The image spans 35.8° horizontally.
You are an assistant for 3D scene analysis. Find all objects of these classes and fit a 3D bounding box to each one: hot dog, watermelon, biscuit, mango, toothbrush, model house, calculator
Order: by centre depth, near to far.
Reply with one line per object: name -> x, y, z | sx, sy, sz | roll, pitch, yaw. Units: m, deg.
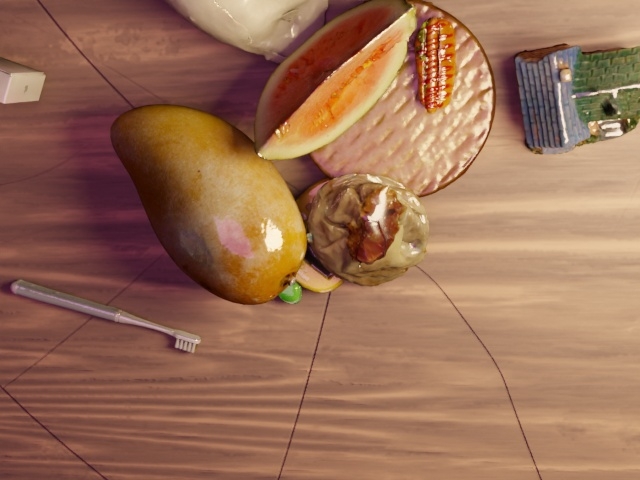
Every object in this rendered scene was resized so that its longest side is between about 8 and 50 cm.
model house -> 0.384, -0.211, 1.448 | 0.183, 0.172, 0.166 | -10, 98, 9
watermelon -> 0.028, -0.225, 1.474 | 0.303, 0.159, 0.128 | -43, 120, 4
hot dog -> 0.173, -0.264, 1.495 | 0.062, 0.038, 0.144 | 2, 98, 5
mango -> -0.173, -0.065, 1.541 | 0.384, 0.199, 0.221 | 44, 122, 9
biscuit -> 0.115, -0.217, 1.546 | 0.318, 0.040, 0.317 | 1, 97, 6
calculator -> 0.000, 0.000, 1.615 | 0.146, 0.032, 0.235 | 38, 102, 0
toothbrush -> -0.368, 0.126, 1.696 | 0.342, 0.025, 0.030 | 18, 105, 4

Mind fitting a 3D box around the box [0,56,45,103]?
box -> -0.531, -0.266, 1.591 | 0.130, 0.129, 0.051 | 20, 103, 4

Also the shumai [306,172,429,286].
shumai -> 0.075, -0.005, 1.516 | 0.201, 0.120, 0.201 | 1, 115, 3

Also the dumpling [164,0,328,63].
dumpling -> -0.124, -0.433, 1.477 | 0.341, 0.181, 0.260 | 33, 95, -6
